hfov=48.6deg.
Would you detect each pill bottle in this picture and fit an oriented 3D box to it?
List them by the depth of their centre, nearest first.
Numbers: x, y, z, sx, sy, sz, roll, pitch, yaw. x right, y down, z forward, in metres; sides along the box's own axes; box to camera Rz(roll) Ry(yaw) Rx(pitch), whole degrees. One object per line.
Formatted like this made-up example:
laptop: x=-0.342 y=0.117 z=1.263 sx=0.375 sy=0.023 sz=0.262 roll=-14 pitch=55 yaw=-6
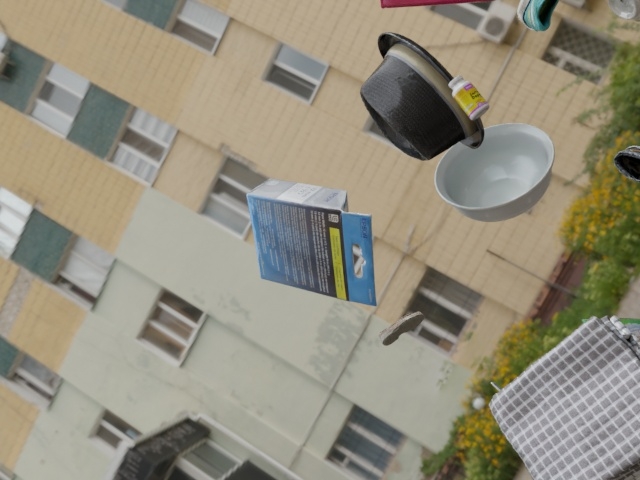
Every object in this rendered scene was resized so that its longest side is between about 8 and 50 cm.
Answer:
pill bottle: x=0.280 y=-0.272 z=1.345 sx=0.043 sy=0.083 sz=0.043 roll=-35 pitch=-10 yaw=-7

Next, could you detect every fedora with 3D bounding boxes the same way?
fedora: x=0.204 y=-0.297 z=1.581 sx=0.152 sy=0.334 sz=0.334 roll=-43 pitch=-16 yaw=-2

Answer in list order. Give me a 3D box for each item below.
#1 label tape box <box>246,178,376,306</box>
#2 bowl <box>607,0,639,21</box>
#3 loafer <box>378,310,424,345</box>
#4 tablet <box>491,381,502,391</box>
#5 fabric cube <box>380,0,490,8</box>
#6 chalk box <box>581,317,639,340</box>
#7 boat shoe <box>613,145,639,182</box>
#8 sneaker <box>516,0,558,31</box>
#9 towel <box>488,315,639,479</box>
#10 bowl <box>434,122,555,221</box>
label tape box: x=0.000 y=0.000 z=1.742 sx=0.115 sy=0.348 sz=0.249 roll=-41 pitch=-47 yaw=-47
bowl: x=0.631 y=-0.497 z=1.420 sx=0.080 sy=0.170 sz=0.170 roll=-41 pitch=-17 yaw=-5
loafer: x=0.199 y=0.212 z=1.770 sx=0.125 sy=0.039 sz=0.045 roll=-36 pitch=-50 yaw=1
tablet: x=0.441 y=0.367 z=1.733 sx=0.006 sy=0.054 sz=0.083 roll=-50 pitch=-21 yaw=4
fabric cube: x=0.302 y=-0.687 z=1.643 sx=0.254 sy=0.258 sz=0.258 roll=-31 pitch=-60 yaw=-46
chalk box: x=0.647 y=0.251 z=1.539 sx=0.133 sy=0.213 sz=0.132 roll=1 pitch=-40 yaw=-24
boat shoe: x=0.632 y=-0.115 z=1.308 sx=0.083 sy=0.183 sz=0.065 roll=-18 pitch=-46 yaw=-49
sneaker: x=0.656 y=-0.725 z=1.996 sx=0.107 sy=0.110 sz=0.275 roll=-5 pitch=-51 yaw=-23
towel: x=0.446 y=0.287 z=1.178 sx=0.121 sy=0.235 sz=0.283 roll=20 pitch=-60 yaw=-43
bowl: x=0.443 y=-0.145 z=1.756 sx=0.297 sy=0.298 sz=0.134 roll=-54 pitch=-46 yaw=-24
